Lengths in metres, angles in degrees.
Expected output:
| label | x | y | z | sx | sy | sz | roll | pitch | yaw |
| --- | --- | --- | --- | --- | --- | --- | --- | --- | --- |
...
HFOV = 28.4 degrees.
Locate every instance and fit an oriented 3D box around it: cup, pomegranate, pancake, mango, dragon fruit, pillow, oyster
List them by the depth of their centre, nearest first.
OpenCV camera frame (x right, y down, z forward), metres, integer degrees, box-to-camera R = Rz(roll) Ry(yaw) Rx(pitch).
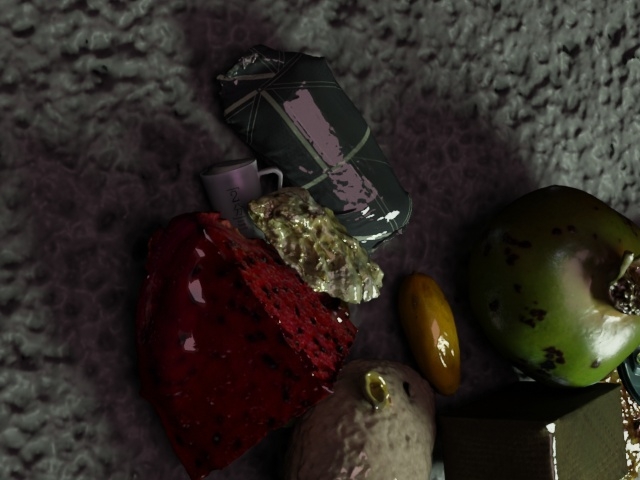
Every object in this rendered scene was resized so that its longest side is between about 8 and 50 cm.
| label | x | y | z | sx | sy | sz | roll | pitch | yaw |
| --- | --- | --- | --- | --- | --- | --- | --- | --- | --- |
| dragon fruit | -0.085 | 0.095 | 1.588 | 0.302 | 0.240 | 0.330 | -43 | 118 | -38 |
| oyster | 0.006 | -0.001 | 1.629 | 0.209 | 0.072 | 0.133 | 43 | 37 | -3 |
| cup | -0.095 | -0.053 | 1.663 | 0.104 | 0.074 | 0.116 | -16 | 103 | -1 |
| pillow | -0.005 | -0.120 | 1.704 | 0.161 | 0.092 | 0.335 | -38 | 108 | -13 |
| pomegranate | 0.357 | 0.081 | 1.781 | 0.290 | 0.323 | 0.291 | -6 | 112 | -15 |
| mango | 0.157 | 0.134 | 1.801 | 0.075 | 0.098 | 0.190 | -13 | 94 | 8 |
| pancake | 0.448 | 0.253 | 1.997 | 0.244 | 0.057 | 0.266 | -3 | 89 | -20 |

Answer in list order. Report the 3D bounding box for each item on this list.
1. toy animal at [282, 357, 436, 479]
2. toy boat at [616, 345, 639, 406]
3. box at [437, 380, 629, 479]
| label | x | y | z | sx | sy | sz | roll | pitch | yaw |
| --- | --- | --- | --- | --- | --- | --- | --- | --- | --- |
| toy animal | 0.044 | 0.306 | 1.675 | 0.226 | 0.188 | 0.359 | 44 | 44 | -38 |
| toy boat | 0.508 | 0.126 | 1.924 | 0.114 | 0.122 | 0.296 | 13 | 58 | -2 |
| box | 0.302 | 0.292 | 1.785 | 0.273 | 0.184 | 0.143 | -11 | 96 | -55 |
